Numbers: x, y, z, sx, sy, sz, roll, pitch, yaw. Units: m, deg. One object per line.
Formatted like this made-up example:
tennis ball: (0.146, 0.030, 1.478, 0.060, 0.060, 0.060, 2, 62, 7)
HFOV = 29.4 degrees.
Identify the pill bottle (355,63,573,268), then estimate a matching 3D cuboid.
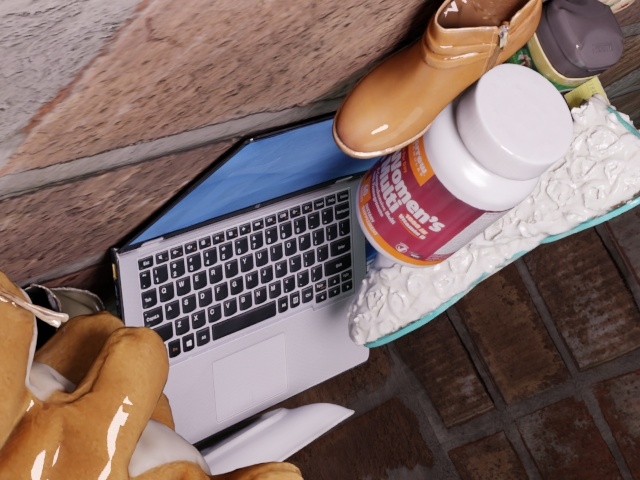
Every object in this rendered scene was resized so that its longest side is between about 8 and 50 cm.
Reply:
pill bottle: (0.131, -0.067, 1.144, 0.121, 0.121, 0.221, -22, 167, -33)

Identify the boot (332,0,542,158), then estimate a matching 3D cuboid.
boot: (0.089, -0.145, 0.969, 0.197, 0.073, 0.152, -38, 175, -2)

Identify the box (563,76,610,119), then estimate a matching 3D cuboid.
box: (0.227, -0.141, 1.394, 0.058, 0.087, 0.232, -22, 178, -28)

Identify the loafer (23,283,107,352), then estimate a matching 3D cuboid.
loafer: (-0.291, 0.095, 1.266, 0.087, 0.094, 0.251, -25, 175, 25)

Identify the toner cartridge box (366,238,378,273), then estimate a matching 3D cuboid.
toner cartridge box: (0.162, -0.055, 1.683, 0.348, 0.075, 0.165, -32, 167, 0)

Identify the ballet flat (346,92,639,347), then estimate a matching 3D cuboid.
ballet flat: (0.169, -0.028, 1.316, 0.409, 0.147, 0.147, -32, 172, 28)

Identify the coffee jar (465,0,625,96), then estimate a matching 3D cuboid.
coffee jar: (0.200, -0.165, 1.180, 0.096, 0.079, 0.184, -14, 168, -43)

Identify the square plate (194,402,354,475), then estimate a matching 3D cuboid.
square plate: (-0.175, 0.289, 1.425, 0.344, 0.049, 0.347, -27, 178, -34)

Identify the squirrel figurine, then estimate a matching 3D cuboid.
squirrel figurine: (-0.287, 0.218, 1.041, 0.397, 0.370, 0.281, -51, -143, -7)

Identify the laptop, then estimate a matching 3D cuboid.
laptop: (-0.005, 0.033, 1.334, 0.236, 0.407, 0.382, 15, -155, 43)

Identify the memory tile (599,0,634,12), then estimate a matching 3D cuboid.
memory tile: (0.251, -0.217, 1.264, 0.148, 0.012, 0.113, -30, 172, 35)
